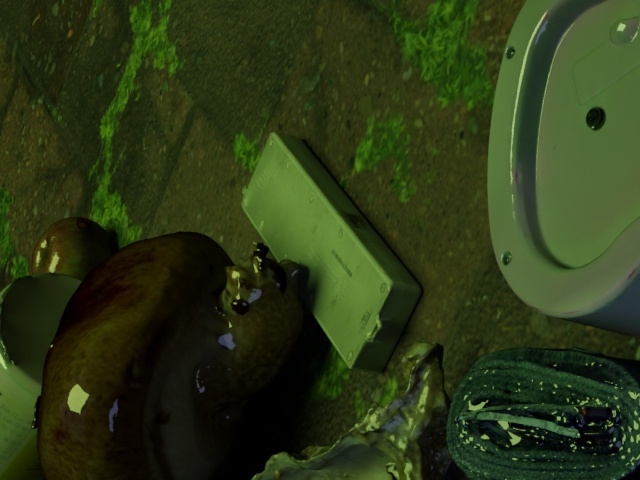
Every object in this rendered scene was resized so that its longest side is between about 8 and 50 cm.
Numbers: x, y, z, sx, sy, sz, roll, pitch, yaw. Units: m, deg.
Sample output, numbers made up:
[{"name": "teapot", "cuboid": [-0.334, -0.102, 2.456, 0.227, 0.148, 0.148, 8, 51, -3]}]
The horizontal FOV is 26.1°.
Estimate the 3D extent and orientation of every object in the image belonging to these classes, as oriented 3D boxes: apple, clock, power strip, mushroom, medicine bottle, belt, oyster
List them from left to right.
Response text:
[{"name": "medicine bottle", "cuboid": [-0.425, 0.222, 1.939, 0.379, 0.213, 0.213, -46, 43, 42]}, {"name": "apple", "cuboid": [-0.360, 0.031, 2.005, 0.126, 0.102, 0.126, -30, 52, 46]}, {"name": "mushroom", "cuboid": [-0.152, 0.159, 1.458, 0.259, 0.345, 0.345, 5, 82, 21]}, {"name": "power strip", "cuboid": [0.000, 0.000, 1.478, 0.106, 0.043, 0.367, -65, 34, 21]}, {"name": "oyster", "cuboid": [0.035, 0.280, 1.294, 0.396, 0.111, 0.204, -50, 58, 38]}, {"name": "belt", "cuboid": [0.184, 0.140, 1.042, 0.218, 0.128, 0.122, -3, 77, 57]}, {"name": "clock", "cuboid": [0.258, -0.082, 1.023, 0.338, 0.102, 0.338, -26, 59, 53]}]
